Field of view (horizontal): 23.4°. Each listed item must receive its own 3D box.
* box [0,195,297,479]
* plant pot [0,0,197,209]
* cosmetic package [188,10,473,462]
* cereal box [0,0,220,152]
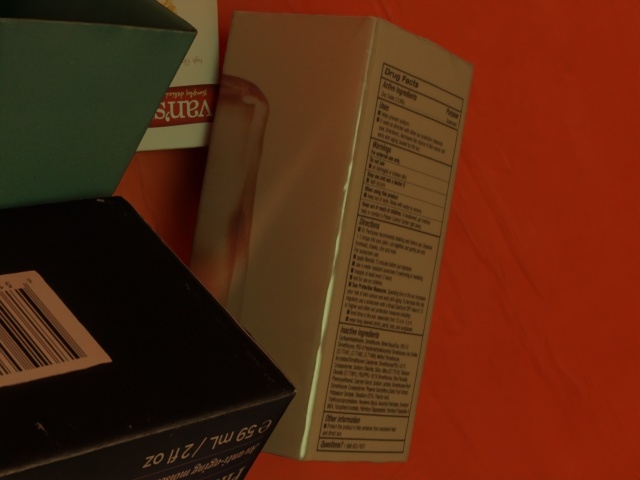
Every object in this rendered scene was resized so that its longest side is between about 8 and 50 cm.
[{"bbox_3d":[-0.215,0.153,0.825,0.296,0.183,0.294,-10,138,-49],"label":"box"},{"bbox_3d":[-0.221,-0.060,0.895,0.165,0.165,0.234,-6,128,-55],"label":"plant pot"},{"bbox_3d":[0.000,0.000,1.087,0.153,0.129,0.296,16,84,-56],"label":"cosmetic package"},{"bbox_3d":[-0.152,-0.177,1.038,0.173,0.047,0.240,-7,98,-34],"label":"cereal box"}]
